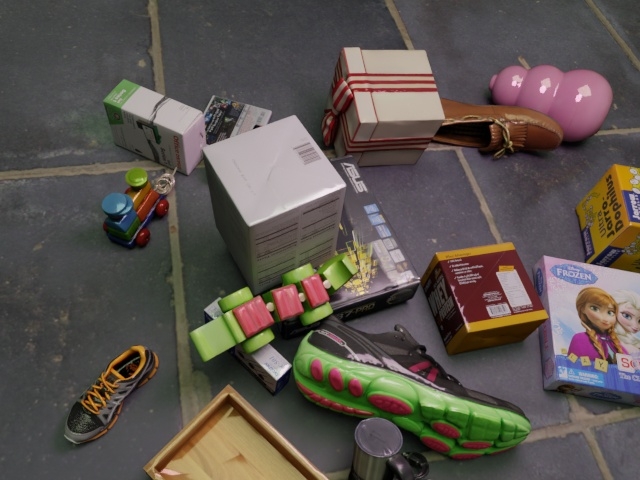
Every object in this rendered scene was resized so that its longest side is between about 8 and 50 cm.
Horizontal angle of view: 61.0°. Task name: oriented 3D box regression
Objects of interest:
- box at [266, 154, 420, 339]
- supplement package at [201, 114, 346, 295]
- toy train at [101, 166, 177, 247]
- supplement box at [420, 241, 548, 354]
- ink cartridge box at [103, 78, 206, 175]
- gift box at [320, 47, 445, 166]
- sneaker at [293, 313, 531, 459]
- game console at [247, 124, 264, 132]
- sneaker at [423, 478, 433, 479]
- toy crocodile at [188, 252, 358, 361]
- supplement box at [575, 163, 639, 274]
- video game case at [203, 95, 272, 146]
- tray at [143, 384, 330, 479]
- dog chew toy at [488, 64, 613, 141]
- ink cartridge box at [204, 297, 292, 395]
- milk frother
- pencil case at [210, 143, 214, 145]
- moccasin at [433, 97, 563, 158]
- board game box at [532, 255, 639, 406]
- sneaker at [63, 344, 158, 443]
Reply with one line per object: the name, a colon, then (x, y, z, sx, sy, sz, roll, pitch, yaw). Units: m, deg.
box: (0.000, 0.000, 1.261, 0.319, 0.097, 0.394, -14, 59, -16)
supplement package: (-0.092, -0.064, 1.081, 0.198, 0.262, 0.199, -24, 63, -18)
toy train: (-0.405, -0.118, 1.241, 0.105, 0.143, 0.247, 22, 62, 5)
supplement box: (0.356, 0.128, 1.212, 0.192, 0.129, 0.194, -8, 58, -13)
ink cartridge box: (-0.403, -0.277, 1.347, 0.220, 0.160, 0.092, 24, 58, 8)
gift box: (0.137, -0.352, 1.429, 0.259, 0.255, 0.276, -6, 64, -14)
sneaker: (0.192, 0.271, 1.060, 0.483, 0.185, 0.202, 24, 44, -4)
game console: (-0.130, -0.200, 1.314, 0.124, 0.085, 0.144, -3, 55, -45)
sneaker: (0.264, 0.533, 0.952, 0.272, 0.100, 0.108, 38, 54, 16)
toy crocodile: (-0.080, 0.124, 1.028, 0.341, 0.105, 0.115, -22, 85, -23)
supplement box: (0.867, -0.033, 1.356, 0.357, 0.195, 0.194, 9, 56, -2)
video game case: (-0.241, -0.305, 1.474, 0.173, 0.022, 0.190, 16, 57, 1)
tray: (-0.090, 0.472, 0.952, 0.411, 0.076, 0.203, 39, 59, 16)
dog chew toy: (0.659, -0.417, 1.586, 0.332, 0.206, 0.206, 22, 56, 16)
ink cartridge box: (-0.149, 0.215, 1.098, 0.207, 0.097, 0.046, 40, 59, 18)
milk frother: (0.131, 0.392, 0.993, 0.129, 0.134, 0.143, 22, 37, 25)
pencil case: (-0.180, -0.202, 1.368, 0.210, 0.098, 0.095, -3, 37, -12)
moccasin: (0.476, -0.303, 1.510, 0.381, 0.139, 0.146, 13, 57, 0)
board game box: (0.663, 0.207, 1.244, 0.319, 0.065, 0.317, 10, 56, -2)
sneaker: (-0.400, 0.280, 1.026, 0.084, 0.083, 0.214, 31, 59, 10)
